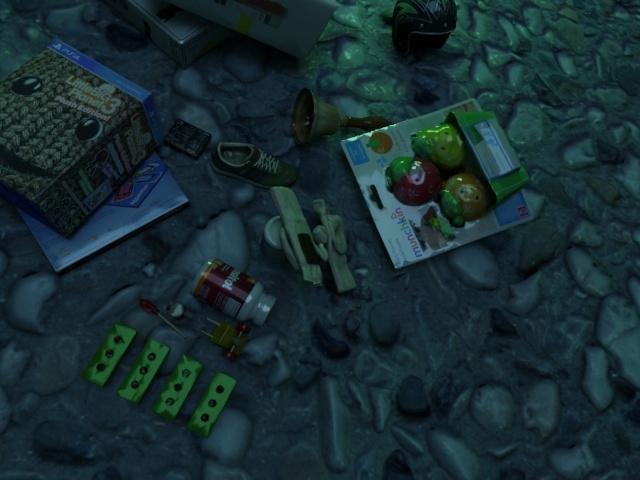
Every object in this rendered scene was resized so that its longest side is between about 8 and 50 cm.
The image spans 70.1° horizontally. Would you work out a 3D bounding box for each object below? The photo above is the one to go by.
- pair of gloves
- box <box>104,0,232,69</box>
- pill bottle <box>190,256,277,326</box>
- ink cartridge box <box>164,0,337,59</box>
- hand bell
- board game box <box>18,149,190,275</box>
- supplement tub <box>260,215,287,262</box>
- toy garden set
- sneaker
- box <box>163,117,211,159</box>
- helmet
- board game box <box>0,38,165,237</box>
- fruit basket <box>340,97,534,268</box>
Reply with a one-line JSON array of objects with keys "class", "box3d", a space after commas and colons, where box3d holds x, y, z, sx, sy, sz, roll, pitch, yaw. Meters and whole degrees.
[{"class": "pair of gloves", "box3d": [0.000, 0.000, 0.898, 0.042, 0.240, 0.204, -23, 72, 25]}, {"class": "box", "box3d": [-0.368, -0.559, 1.069, 0.290, 0.087, 0.169, 40, 67, 4]}, {"class": "pill bottle", "box3d": [-0.165, 0.102, 0.881, 0.152, 0.086, 0.086, 29, 68, -2]}, {"class": "ink cartridge box", "box3d": [-0.170, -0.616, 1.013, 0.385, 0.160, 0.279, 12, 57, -28]}, {"class": "hand bell", "box3d": [0.067, -0.278, 1.074, 0.242, 0.126, 0.126, 0, 71, -26]}, {"class": "board game box", "box3d": [-0.425, -0.063, 0.915, 0.281, 0.027, 0.145, -33, 81, -20]}, {"class": "supplement tub", "box3d": [-0.084, -0.001, 0.923, 0.071, 0.107, 0.070, 4, 70, -11]}, {"class": "toy garden set", "box3d": [-0.266, 0.212, 0.843, 0.244, 0.049, 0.203, 27, 69, -1]}, {"class": "sneaker", "box3d": [-0.140, -0.165, 0.980, 0.192, 0.086, 0.064, 11, 69, -8]}, {"class": "box", "box3d": [-0.293, -0.223, 1.004, 0.083, 0.018, 0.067, 25, 68, -2]}, {"class": "helmet", "box3d": [0.267, -0.573, 1.171, 0.170, 0.161, 0.169, 4, 70, -11]}, {"class": "board game box", "box3d": [-0.491, -0.196, 0.866, 0.232, 0.141, 0.291, 30, 65, 7]}, {"class": "fruit basket", "box3d": [0.266, -0.144, 1.022, 0.353, 0.165, 0.326, -17, 76, -14]}]
